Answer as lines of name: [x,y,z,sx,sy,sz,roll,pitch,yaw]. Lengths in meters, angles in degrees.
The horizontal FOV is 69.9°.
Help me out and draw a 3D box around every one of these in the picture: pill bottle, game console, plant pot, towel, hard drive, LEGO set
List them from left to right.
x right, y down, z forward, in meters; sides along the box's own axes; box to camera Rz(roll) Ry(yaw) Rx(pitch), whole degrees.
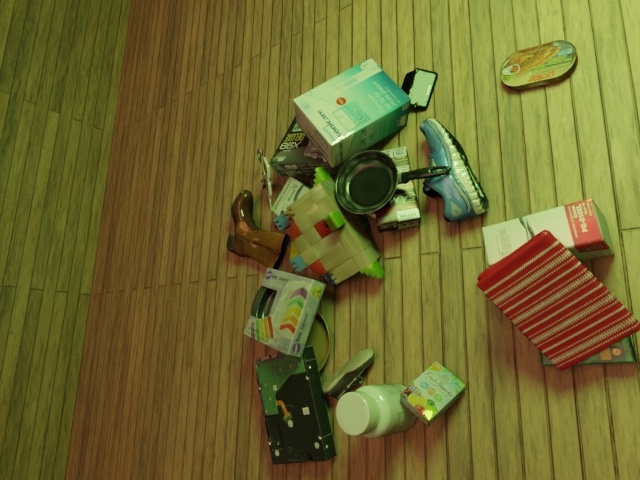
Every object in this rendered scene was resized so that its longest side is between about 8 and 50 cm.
LEGO set: [-0.192,-0.243,1.687,0.244,0.060,0.183,-117,21,-53]
hard drive: [-0.088,0.526,1.469,0.236,0.064,0.339,-25,73,35]
plant pot: [-0.053,0.343,1.537,0.236,0.032,0.237,-12,71,38]
pill bottle: [0.148,0.449,1.210,0.131,0.229,0.131,-12,71,37]
game console: [0.306,-0.477,1.464,0.107,0.071,0.122,18,91,11]
towel: [0.498,0.130,0.981,0.275,0.031,0.199,47,124,5]

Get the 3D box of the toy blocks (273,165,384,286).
toy blocks: [0.000,0.000,1.454,0.260,0.190,0.382,-34,89,29]

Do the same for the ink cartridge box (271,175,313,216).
ink cartridge box: [-0.062,-0.114,1.625,0.208,0.086,0.153,40,104,40]

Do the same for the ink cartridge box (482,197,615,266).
ink cartridge box: [0.520,0.001,1.055,0.237,0.172,0.100,-18,68,36]

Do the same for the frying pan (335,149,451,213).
frying pan: [0.191,-0.195,1.317,0.326,0.053,0.197,-26,64,18]

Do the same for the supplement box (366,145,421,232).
supplement box: [0.217,-0.154,1.381,0.130,0.073,0.240,-10,71,7]

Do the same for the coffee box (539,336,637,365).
coffee box: [0.588,0.221,1.028,0.184,0.040,0.113,-16,70,36]

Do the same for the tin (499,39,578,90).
tin: [0.578,-0.462,1.218,0.189,0.040,0.106,-1,74,40]

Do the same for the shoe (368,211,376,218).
shoe: [0.166,-0.133,1.455,0.178,0.063,0.081,48,115,42]

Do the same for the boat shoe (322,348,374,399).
boat shoe: [0.097,0.408,1.390,0.065,0.075,0.206,44,107,-7]

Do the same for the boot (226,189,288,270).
boot: [-0.237,-0.046,1.749,0.280,0.096,0.264,17,89,40]

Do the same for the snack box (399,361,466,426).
snack box: [0.289,0.392,1.181,0.141,0.037,0.100,-32,48,-23]

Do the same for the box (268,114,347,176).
box: [-0.007,-0.340,1.595,0.307,0.076,0.243,7,62,41]

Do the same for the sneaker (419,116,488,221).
sneaker: [0.338,-0.200,1.289,0.147,0.129,0.330,-29,62,28]

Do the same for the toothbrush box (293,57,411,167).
toothbrush box: [0.097,-0.399,1.427,0.295,0.126,0.216,-31,67,-10]

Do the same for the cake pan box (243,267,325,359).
cake pan box: [-0.124,0.226,1.494,0.266,0.070,0.246,11,76,49]
